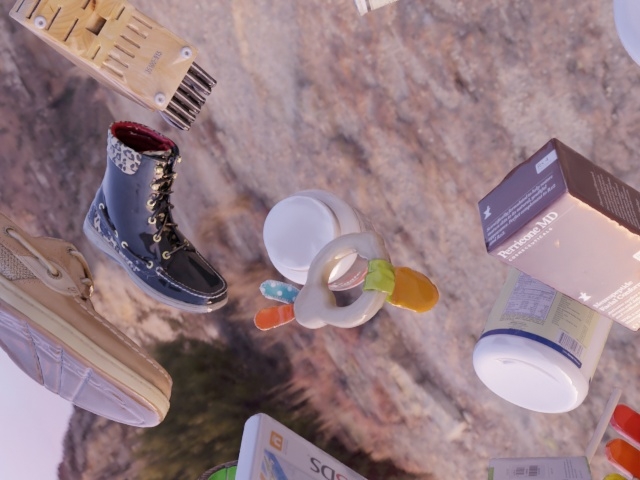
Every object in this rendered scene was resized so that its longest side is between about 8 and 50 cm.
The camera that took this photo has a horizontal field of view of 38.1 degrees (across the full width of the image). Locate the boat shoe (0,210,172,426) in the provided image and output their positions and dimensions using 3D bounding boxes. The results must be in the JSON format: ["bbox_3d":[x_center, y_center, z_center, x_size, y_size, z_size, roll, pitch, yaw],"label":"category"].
[{"bbox_3d":[-0.266,0.043,0.867,0.341,0.110,0.122,36,145,1],"label":"boat shoe"}]

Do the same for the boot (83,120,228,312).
[{"bbox_3d":[-0.204,-0.029,1.195,0.236,0.085,0.179,34,128,19],"label":"boot"}]

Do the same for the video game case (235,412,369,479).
[{"bbox_3d":[0.014,0.392,0.997,0.300,0.036,0.329,38,-142,-27],"label":"video game case"}]

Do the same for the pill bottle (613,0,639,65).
[{"bbox_3d":[0.512,-0.246,1.086,0.362,0.210,0.210,9,-146,-48],"label":"pill bottle"}]

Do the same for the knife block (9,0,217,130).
[{"bbox_3d":[-0.258,-0.240,1.188,0.275,0.088,0.242,31,176,-24],"label":"knife block"}]

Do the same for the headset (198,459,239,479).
[{"bbox_3d":[-0.062,0.503,1.695,0.394,0.243,0.185,4,98,52],"label":"headset"}]

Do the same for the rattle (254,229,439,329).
[{"bbox_3d":[0.031,0.076,1.231,0.142,0.199,0.130,8,-128,-58],"label":"rattle"}]

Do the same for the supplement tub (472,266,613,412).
[{"bbox_3d":[0.470,0.160,1.894,0.235,0.325,0.235,22,149,14],"label":"supplement tub"}]

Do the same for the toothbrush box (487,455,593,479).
[{"bbox_3d":[0.251,0.403,1.018,0.206,0.122,0.283,-20,-75,-77],"label":"toothbrush box"}]

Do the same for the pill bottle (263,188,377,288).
[{"bbox_3d":[0.000,0.000,1.730,0.176,0.176,0.318,57,-172,12],"label":"pill bottle"}]

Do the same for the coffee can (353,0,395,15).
[{"bbox_3d":[0.149,-0.457,1.292,0.201,0.275,0.202,-20,-90,-84],"label":"coffee can"}]

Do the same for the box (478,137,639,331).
[{"bbox_3d":[0.483,-0.001,1.623,0.381,0.191,0.143,27,-140,-24],"label":"box"}]

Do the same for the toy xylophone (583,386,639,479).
[{"bbox_3d":[0.432,0.337,1.233,0.236,0.323,0.081,41,148,3],"label":"toy xylophone"}]
